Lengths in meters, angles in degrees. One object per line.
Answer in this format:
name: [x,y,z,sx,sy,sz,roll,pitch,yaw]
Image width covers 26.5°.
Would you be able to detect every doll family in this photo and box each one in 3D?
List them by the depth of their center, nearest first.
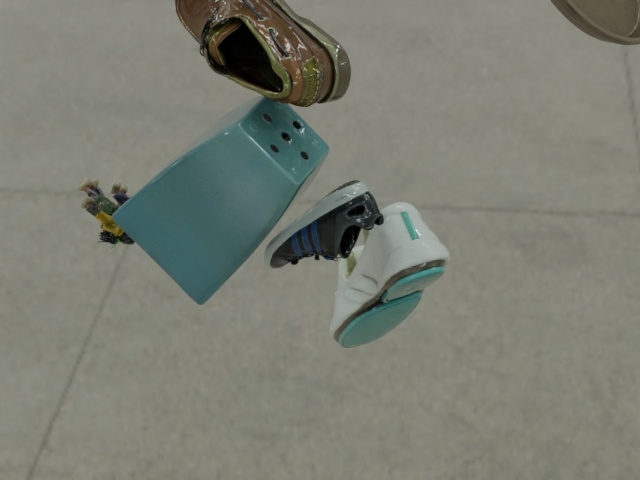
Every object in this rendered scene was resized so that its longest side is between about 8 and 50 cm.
doll family: [-0.293,-0.029,2.063,0.111,0.076,0.193,40,17,22]

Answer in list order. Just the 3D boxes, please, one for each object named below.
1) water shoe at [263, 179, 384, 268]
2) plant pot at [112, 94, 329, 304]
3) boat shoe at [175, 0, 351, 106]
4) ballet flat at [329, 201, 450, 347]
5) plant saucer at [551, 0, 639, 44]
water shoe: [0.000,0.000,1.843,0.073,0.203,0.080,-23,77,-51]
plant pot: [-0.110,-0.070,1.736,0.165,0.234,0.165,46,39,-6]
boat shoe: [-0.098,-0.258,1.678,0.104,0.110,0.307,-16,36,-39]
ballet flat: [0.090,0.046,2.000,0.139,0.400,0.139,4,70,-11]
plant saucer: [0.403,-0.407,2.026,0.278,0.041,0.277,20,54,-31]
